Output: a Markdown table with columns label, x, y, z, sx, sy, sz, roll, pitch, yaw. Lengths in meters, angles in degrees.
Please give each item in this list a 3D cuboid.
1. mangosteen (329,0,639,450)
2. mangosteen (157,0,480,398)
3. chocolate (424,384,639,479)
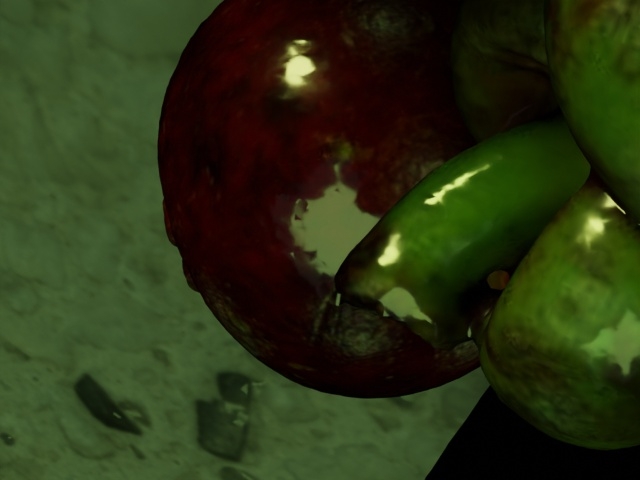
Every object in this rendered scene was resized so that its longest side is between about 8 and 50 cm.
| label | x | y | z | sx | sy | sz | roll | pitch | yaw |
| --- | --- | --- | --- | --- | --- | --- | --- | --- | --- |
| mangosteen | 0.196 | -0.028 | 0.465 | 0.311 | 0.311 | 0.311 | 9 | 128 | 11 |
| mangosteen | 0.053 | -0.044 | 0.637 | 0.258 | 0.215 | 0.215 | -22 | 119 | 10 |
| chocolate | 0.263 | 0.260 | 0.736 | 0.384 | 0.383 | 0.331 | -8 | 140 | 24 |
